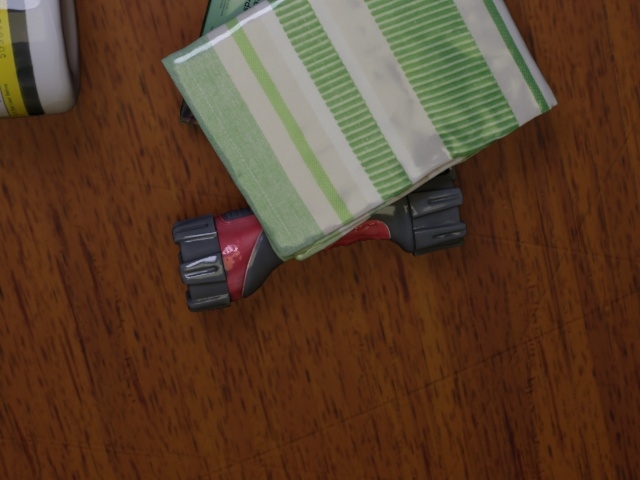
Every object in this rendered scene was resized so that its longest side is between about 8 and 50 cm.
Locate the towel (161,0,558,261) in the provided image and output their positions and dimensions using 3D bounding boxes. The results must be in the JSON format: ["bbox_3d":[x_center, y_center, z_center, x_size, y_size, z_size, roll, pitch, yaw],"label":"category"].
[{"bbox_3d":[0.044,-0.155,1.482,0.325,0.038,0.248,-30,105,-1],"label":"towel"}]

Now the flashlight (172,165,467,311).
[{"bbox_3d":[0.000,0.000,1.572,0.304,0.103,0.103,-10,65,-5],"label":"flashlight"}]

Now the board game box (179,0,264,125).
[{"bbox_3d":[-0.002,-0.247,1.513,0.213,0.046,0.317,14,107,-10],"label":"board game box"}]

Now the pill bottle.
[{"bbox_3d":[-0.406,-0.202,1.421,0.334,0.188,0.188,-5,109,-3],"label":"pill bottle"}]
